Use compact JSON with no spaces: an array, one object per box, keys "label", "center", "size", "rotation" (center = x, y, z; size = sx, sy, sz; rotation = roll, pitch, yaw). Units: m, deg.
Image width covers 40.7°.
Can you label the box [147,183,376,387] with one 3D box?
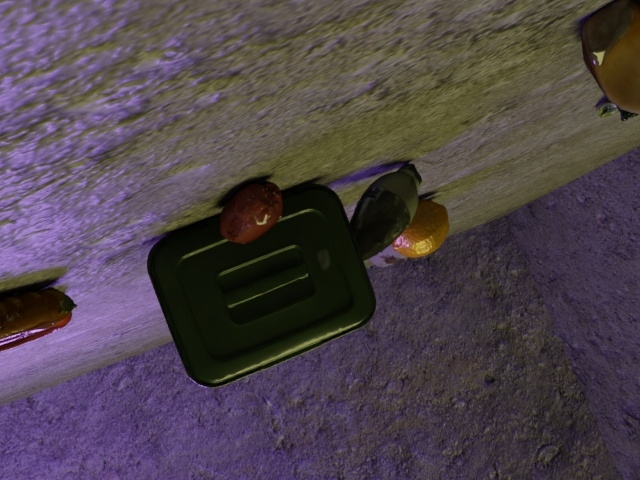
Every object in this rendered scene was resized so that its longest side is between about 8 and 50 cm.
[{"label":"box","center":[-0.100,0.071,1.427],"size":[0.329,0.252,0.178],"rotation":[-20,-178,-11]}]

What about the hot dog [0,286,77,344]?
[{"label":"hot dog","center":[-0.491,0.127,1.277],"size":[0.269,0.072,0.115],"rotation":[-18,172,-45]}]

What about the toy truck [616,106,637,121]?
[{"label":"toy truck","center":[0.657,-0.308,1.545],"size":[0.259,0.088,0.121],"rotation":[-22,173,12]}]

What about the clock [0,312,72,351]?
[{"label":"clock","center":[-0.520,0.149,1.450],"size":[0.205,0.051,0.205],"rotation":[-21,175,-2]}]

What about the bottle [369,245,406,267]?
[{"label":"bottle","center":[0.237,-0.019,2.363],"size":[0.120,0.120,0.253],"rotation":[-16,169,-44]}]

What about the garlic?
[{"label":"garlic","center":[0.438,-0.250,1.164],"size":[0.318,0.112,0.143],"rotation":[-5,140,-49]}]

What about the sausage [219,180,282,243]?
[{"label":"sausage","center":[-0.101,-0.038,1.251],"size":[0.076,0.076,0.141],"rotation":[-18,172,-32]}]

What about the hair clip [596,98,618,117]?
[{"label":"hair clip","center":[0.612,-0.285,1.807],"size":[0.060,0.033,0.188],"rotation":[-22,176,11]}]

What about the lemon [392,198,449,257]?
[{"label":"lemon","center":[0.253,-0.033,2.184],"size":[0.187,0.142,0.142],"rotation":[-33,179,-25]}]

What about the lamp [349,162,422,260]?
[{"label":"lamp","center":[0.111,-0.050,1.521],"size":[0.101,0.101,0.250],"rotation":[-31,-164,52]}]
